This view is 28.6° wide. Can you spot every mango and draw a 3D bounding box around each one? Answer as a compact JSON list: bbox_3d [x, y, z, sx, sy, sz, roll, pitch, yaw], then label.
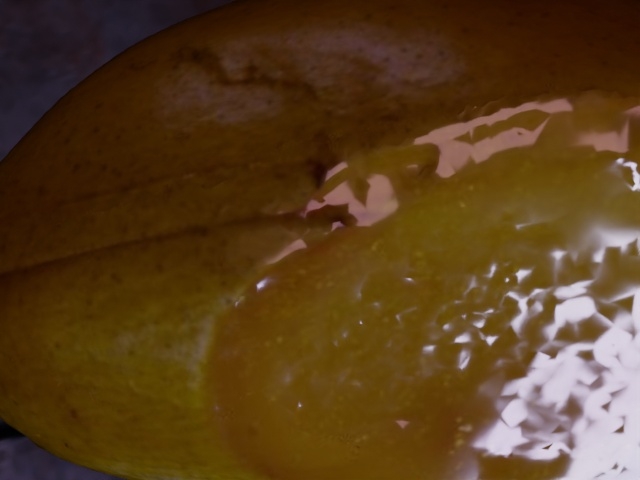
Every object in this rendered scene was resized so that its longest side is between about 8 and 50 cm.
[{"bbox_3d":[0.000,0.000,0.420,0.257,0.138,0.187,5,94,4],"label":"mango"}]
